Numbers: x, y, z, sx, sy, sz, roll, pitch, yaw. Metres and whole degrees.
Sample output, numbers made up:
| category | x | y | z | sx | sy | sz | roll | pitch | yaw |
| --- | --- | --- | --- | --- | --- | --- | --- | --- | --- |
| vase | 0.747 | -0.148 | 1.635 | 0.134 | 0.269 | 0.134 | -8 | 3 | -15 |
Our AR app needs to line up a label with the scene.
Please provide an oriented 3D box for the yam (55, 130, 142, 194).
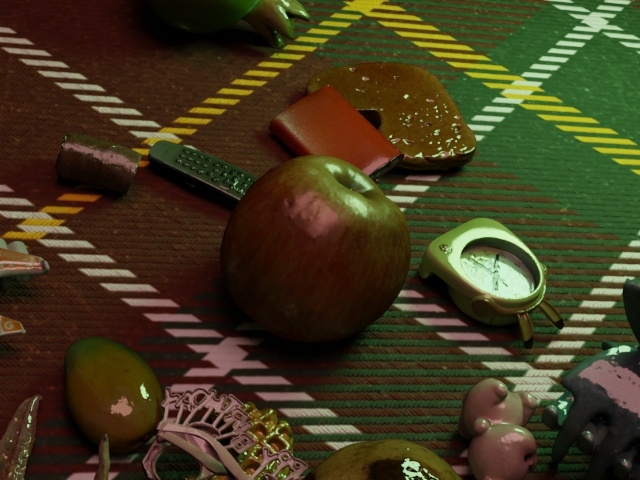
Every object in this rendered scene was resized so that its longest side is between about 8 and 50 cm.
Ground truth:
| category | x | y | z | sx | sy | sz | roll | pitch | yaw |
| --- | --- | --- | --- | --- | --- | --- | --- | --- | --- |
| yam | -0.353 | -0.122 | 2.088 | 0.127 | 0.084 | 0.084 | 18 | 42 | -6 |

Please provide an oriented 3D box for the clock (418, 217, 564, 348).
| category | x | y | z | sx | sy | sz | roll | pitch | yaw |
| --- | --- | --- | --- | --- | --- | --- | --- | --- | --- |
| clock | 0.284 | 0.071 | 2.106 | 0.170 | 0.069 | 0.232 | -24 | 58 | -37 |

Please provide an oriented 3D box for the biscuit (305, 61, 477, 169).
| category | x | y | z | sx | sy | sz | roll | pitch | yaw |
| --- | --- | --- | --- | --- | --- | --- | --- | --- | --- |
| biscuit | 0.124 | -0.217 | 2.368 | 0.262 | 0.052 | 0.277 | -12 | 51 | -23 |

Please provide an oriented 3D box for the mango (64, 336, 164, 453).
| category | x | y | z | sx | sy | sz | roll | pitch | yaw |
| --- | --- | --- | --- | --- | --- | --- | --- | --- | --- |
| mango | -0.283 | 0.201 | 1.768 | 0.130 | 0.092 | 0.194 | -20 | 45 | -32 |

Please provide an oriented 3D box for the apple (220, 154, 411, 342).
| category | x | y | z | sx | sy | sz | roll | pitch | yaw |
| --- | --- | --- | --- | --- | --- | --- | --- | --- | --- |
| apple | 0.000 | 0.000 | 1.951 | 0.277 | 0.250 | 0.309 | 21 | 40 | 4 |

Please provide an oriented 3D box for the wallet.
| category | x | y | z | sx | sy | sz | roll | pitch | yaw |
| --- | --- | --- | --- | --- | --- | --- | --- | --- | --- |
| wallet | 0.027 | -0.168 | 2.265 | 0.142 | 0.045 | 0.204 | -35 | 63 | -18 |

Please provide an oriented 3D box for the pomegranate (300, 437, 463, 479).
| category | x | y | z | sx | sy | sz | roll | pitch | yaw |
| --- | --- | --- | --- | --- | --- | --- | --- | --- | --- |
| pomegranate | 0.076 | 0.375 | 1.555 | 0.281 | 0.281 | 0.281 | 10 | 43 | -9 |

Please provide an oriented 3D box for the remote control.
| category | x | y | z | sx | sy | sz | roll | pitch | yaw |
| --- | --- | --- | --- | --- | --- | --- | --- | --- | --- |
| remote control | -0.178 | -0.102 | 2.150 | 0.222 | 0.042 | 0.072 | 24 | 43 | 5 |

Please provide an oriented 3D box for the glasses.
| category | x | y | z | sx | sy | sz | roll | pitch | yaw |
| --- | --- | --- | --- | --- | --- | --- | --- | --- | --- |
| glasses | -0.117 | 0.269 | 1.675 | 0.255 | 0.095 | 0.162 | 39 | 47 | 17 |

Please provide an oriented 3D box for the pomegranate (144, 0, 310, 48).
| category | x | y | z | sx | sy | sz | roll | pitch | yaw |
| --- | --- | --- | --- | --- | --- | --- | --- | --- | --- |
| pomegranate | -0.196 | -0.483 | 2.439 | 0.358 | 0.216 | 0.310 | 44 | 39 | -17 |

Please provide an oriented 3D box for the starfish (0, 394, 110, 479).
| category | x | y | z | sx | sy | sz | roll | pitch | yaw |
| --- | --- | --- | --- | --- | --- | --- | --- | --- | --- |
| starfish | -0.440 | 0.321 | 1.558 | 0.398 | 0.132 | 0.384 | -17 | 44 | -15 |

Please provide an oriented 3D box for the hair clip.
| category | x | y | z | sx | sy | sz | roll | pitch | yaw |
| --- | --- | --- | --- | --- | --- | --- | --- | --- | --- |
| hair clip | 0.486 | 0.259 | 1.832 | 0.318 | 0.392 | 0.238 | 35 | 71 | 17 |

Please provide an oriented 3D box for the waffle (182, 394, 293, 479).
| category | x | y | z | sx | sy | sz | roll | pitch | yaw |
| --- | --- | --- | --- | --- | --- | --- | --- | --- | --- |
| waffle | -0.108 | 0.288 | 1.758 | 0.148 | 0.051 | 0.194 | 11 | 43 | -10 |

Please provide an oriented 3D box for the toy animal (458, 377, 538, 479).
| category | x | y | z | sx | sy | sz | roll | pitch | yaw |
| --- | --- | --- | --- | --- | --- | --- | --- | --- | --- |
| toy animal | 0.256 | 0.304 | 1.823 | 0.124 | 0.124 | 0.213 | 6 | 50 | -12 |

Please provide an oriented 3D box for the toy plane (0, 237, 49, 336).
| category | x | y | z | sx | sy | sz | roll | pitch | yaw |
| --- | --- | --- | --- | --- | --- | --- | --- | --- | --- |
| toy plane | -0.498 | 0.057 | 1.820 | 0.244 | 0.117 | 0.245 | 9 | 44 | -9 |
